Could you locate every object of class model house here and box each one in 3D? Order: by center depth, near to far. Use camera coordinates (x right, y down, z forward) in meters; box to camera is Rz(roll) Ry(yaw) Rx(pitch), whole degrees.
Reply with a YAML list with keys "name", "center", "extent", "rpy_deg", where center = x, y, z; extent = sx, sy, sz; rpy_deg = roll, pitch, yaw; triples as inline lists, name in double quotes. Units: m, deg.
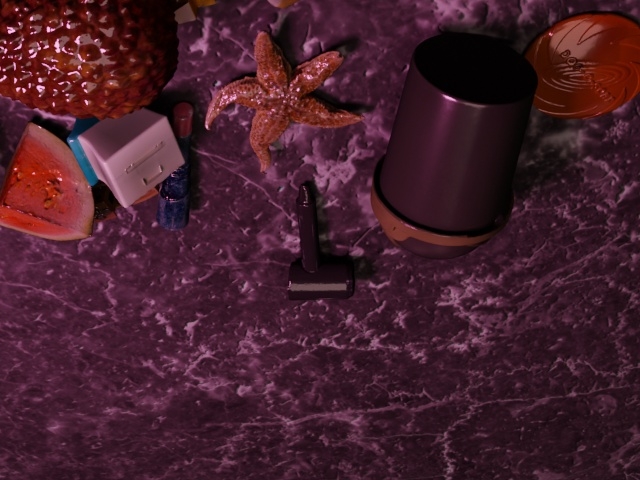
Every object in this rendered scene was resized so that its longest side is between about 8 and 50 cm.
- name: "model house"
  center: [-0.297, -0.143, 1.536]
  extent: [0.127, 0.149, 0.100]
  rpy_deg: [-40, 143, -21]

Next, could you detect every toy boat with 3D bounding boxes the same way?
- name: "toy boat"
  center: [-0.352, -0.063, 1.661]
  extent: [0.206, 0.072, 0.064]
  rpy_deg: [-17, 135, 17]

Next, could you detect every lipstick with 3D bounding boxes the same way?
- name: "lipstick"
  center: [-0.219, -0.117, 1.625]
  extent: [0.053, 0.053, 0.234]
  rpy_deg: [7, 133, -8]

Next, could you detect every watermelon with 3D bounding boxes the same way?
- name: "watermelon"
  center: [-0.428, -0.089, 1.602]
  extent: [0.193, 0.145, 0.137]
  rpy_deg: [6, 164, 21]

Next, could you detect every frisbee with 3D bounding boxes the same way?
- name: "frisbee"
  center: [0.382, -0.240, 1.494]
  extent: [0.192, 0.035, 0.192]
  rpy_deg: [0, 139, 0]

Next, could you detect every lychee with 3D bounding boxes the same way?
- name: "lychee"
  center: [-0.291, -0.256, 1.277]
  extent: [0.271, 0.236, 0.236]
  rpy_deg: [-15, 137, -1]

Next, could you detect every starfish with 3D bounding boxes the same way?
- name: "starfish"
  center: [-0.050, -0.204, 1.514]
  extent: [0.236, 0.062, 0.277]
  rpy_deg: [1, 136, -3]

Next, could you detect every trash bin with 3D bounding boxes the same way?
- name: "trash bin"
  center: [0.189, -0.112, 1.509]
  extent: [0.214, 0.214, 0.334]
  rpy_deg: [6, 132, -7]

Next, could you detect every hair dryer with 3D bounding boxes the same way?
- name: "hair dryer"
  center: [-0.002, 0.000, 1.751]
  extent: [0.114, 0.070, 0.248]
  rpy_deg: [-1, 129, 3]

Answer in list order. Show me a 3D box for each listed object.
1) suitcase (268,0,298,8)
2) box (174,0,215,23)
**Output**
- name: "suitcase"
  center: [-0.057, -0.404, 1.192]
  extent: [0.143, 0.194, 0.235]
  rpy_deg: [-29, 132, 15]
- name: "box"
  center: [-0.278, -0.330, 1.392]
  extent: [0.247, 0.033, 0.129]
  rpy_deg: [-11, 136, 12]
